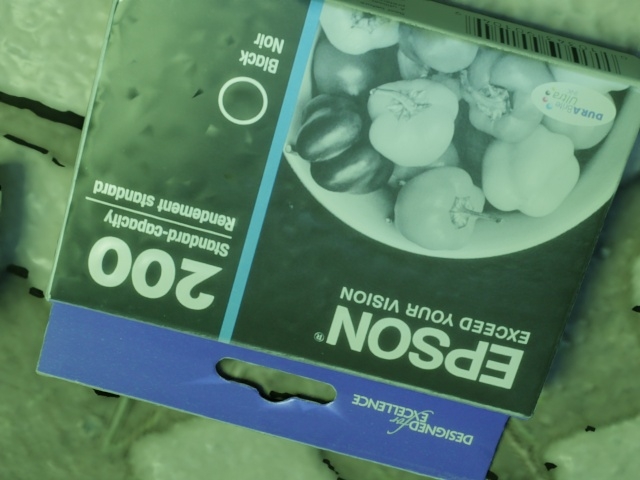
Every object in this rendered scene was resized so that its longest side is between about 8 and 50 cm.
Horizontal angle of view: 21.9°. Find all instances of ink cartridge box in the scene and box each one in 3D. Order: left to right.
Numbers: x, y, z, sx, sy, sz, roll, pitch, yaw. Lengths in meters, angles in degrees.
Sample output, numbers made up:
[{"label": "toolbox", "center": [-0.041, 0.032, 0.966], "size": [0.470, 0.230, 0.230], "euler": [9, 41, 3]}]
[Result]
[{"label": "ink cartridge box", "center": [0.000, 0.000, 0.663], "size": [0.206, 0.045, 0.208], "euler": [14, 114, -3]}]
